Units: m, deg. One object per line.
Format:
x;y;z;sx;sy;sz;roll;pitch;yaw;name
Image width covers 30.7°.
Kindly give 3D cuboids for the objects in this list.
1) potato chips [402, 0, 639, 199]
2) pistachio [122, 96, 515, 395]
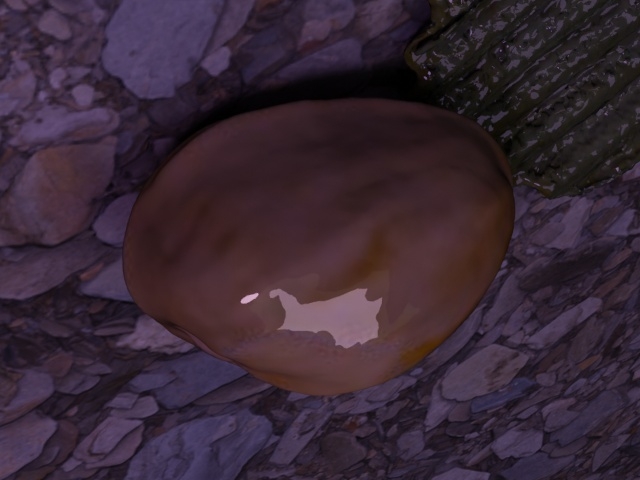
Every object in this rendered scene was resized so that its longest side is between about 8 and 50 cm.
0.267;-0.211;0.961;0.429;0.070;0.358;-38;144;7;potato chips
0.000;0.000;0.897;0.309;0.230;0.230;-22;146;-21;pistachio
